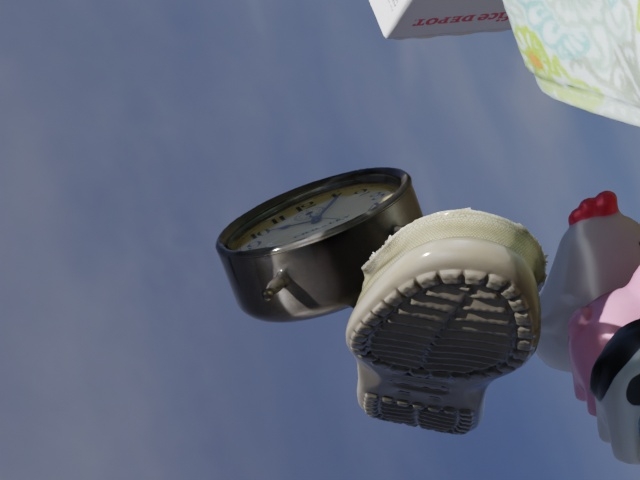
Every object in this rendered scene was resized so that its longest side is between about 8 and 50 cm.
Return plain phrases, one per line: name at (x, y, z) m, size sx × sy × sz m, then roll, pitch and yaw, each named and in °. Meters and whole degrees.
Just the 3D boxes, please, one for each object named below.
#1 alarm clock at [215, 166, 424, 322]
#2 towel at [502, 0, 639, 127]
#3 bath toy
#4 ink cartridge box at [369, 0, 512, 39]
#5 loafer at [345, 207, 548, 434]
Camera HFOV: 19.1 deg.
alarm clock at (0.000, 0.000, 1.207) m, size 0.192 × 0.129 × 0.064 m, roll -126°, pitch 16°, yaw -70°
towel at (0.165, -0.213, 0.980) m, size 0.320 × 0.090 × 0.374 m, roll 28°, pitch 145°, yaw 56°
bath toy at (0.226, 0.051, 1.217) m, size 0.348 × 0.151 × 0.129 m, roll -128°, pitch 38°, yaw -76°
ink cartridge box at (0.153, -0.287, 1.652) m, size 0.172 × 0.237 × 0.100 m, roll -8°, pitch -118°, yaw -28°
loafer at (0.065, 0.033, 1.051) m, size 0.268 × 0.102 × 0.092 m, roll 106°, pitch 173°, yaw -69°
